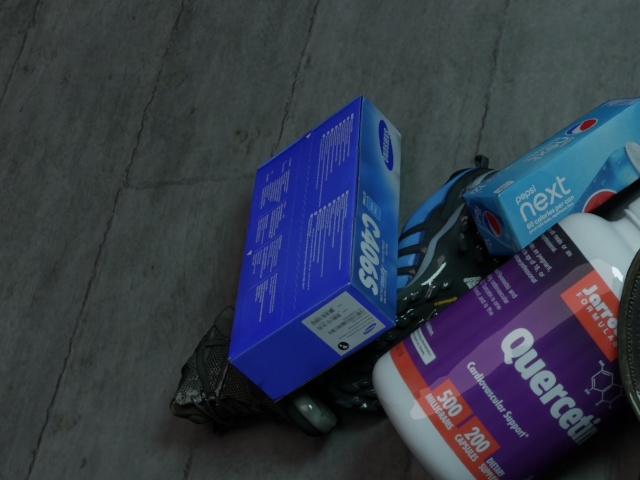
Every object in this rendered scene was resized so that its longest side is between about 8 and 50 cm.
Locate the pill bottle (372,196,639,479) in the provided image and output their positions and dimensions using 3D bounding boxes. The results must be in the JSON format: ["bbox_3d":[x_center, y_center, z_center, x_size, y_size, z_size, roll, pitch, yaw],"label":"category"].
[{"bbox_3d":[0.219,0.099,1.572,0.323,0.181,0.181,-38,47,6],"label":"pill bottle"}]

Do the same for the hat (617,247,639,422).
[{"bbox_3d":[0.413,0.085,1.390,0.331,0.134,0.331,-1,80,6],"label":"hat"}]

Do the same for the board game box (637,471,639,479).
[{"bbox_3d":[0.360,0.264,1.472,0.186,0.026,0.126,3,61,35],"label":"board game box"}]

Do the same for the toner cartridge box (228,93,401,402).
[{"bbox_3d":[0.000,0.000,1.771,0.165,0.075,0.348,-32,28,25],"label":"toner cartridge box"}]

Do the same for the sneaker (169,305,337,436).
[{"bbox_3d":[-0.075,0.172,1.787,0.130,0.087,0.227,-50,44,-3],"label":"sneaker"}]

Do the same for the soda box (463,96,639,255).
[{"bbox_3d":[0.250,-0.066,1.676,0.210,0.071,0.067,-32,16,-23],"label":"soda box"}]

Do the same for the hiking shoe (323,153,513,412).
[{"bbox_3d":[0.111,0.051,1.752,0.304,0.113,0.132,-49,20,-1],"label":"hiking shoe"}]
